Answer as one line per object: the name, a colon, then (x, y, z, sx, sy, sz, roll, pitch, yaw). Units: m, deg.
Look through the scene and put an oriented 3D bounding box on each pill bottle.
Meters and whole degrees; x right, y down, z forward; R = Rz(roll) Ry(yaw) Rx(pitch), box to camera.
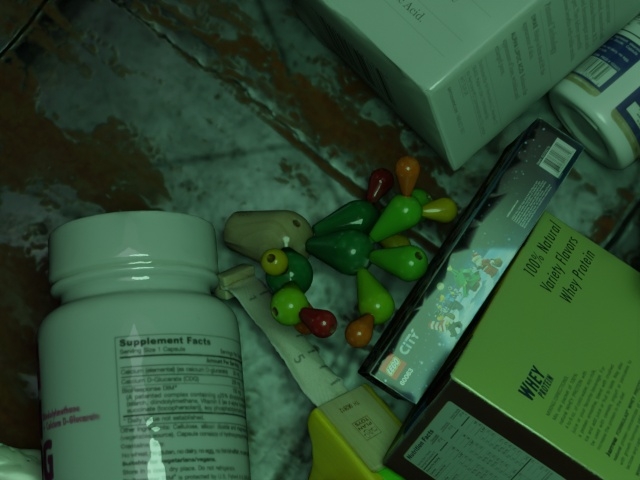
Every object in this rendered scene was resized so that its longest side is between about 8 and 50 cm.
pill bottle: (-0.138, 0.130, 1.137, 0.160, 0.160, 0.283, -5, 76, -1)
pill bottle: (0.280, -0.145, 1.211, 0.169, 0.094, 0.094, -41, 86, -4)

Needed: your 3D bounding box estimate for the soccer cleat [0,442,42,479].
soccer cleat: (-0.268, 0.188, 1.188, 0.196, 0.068, 0.076, 38, 80, -4)

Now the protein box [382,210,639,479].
protein box: (0.192, 0.127, 1.119, 0.201, 0.136, 0.200, 34, 49, 2)

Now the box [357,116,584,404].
box: (0.114, 0.021, 1.159, 0.044, 0.159, 0.233, 34, 85, 1)

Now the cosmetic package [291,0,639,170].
cosmetic package: (0.172, -0.269, 1.165, 0.385, 0.156, 0.217, -43, 66, -4)

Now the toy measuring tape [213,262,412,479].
toy measuring tape: (0.006, 0.168, 1.184, 0.121, 0.121, 0.330, -40, 67, -4)

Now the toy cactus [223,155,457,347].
toy cactus: (0.000, 0.000, 1.170, 0.180, 0.112, 0.219, 10, 41, 31)
